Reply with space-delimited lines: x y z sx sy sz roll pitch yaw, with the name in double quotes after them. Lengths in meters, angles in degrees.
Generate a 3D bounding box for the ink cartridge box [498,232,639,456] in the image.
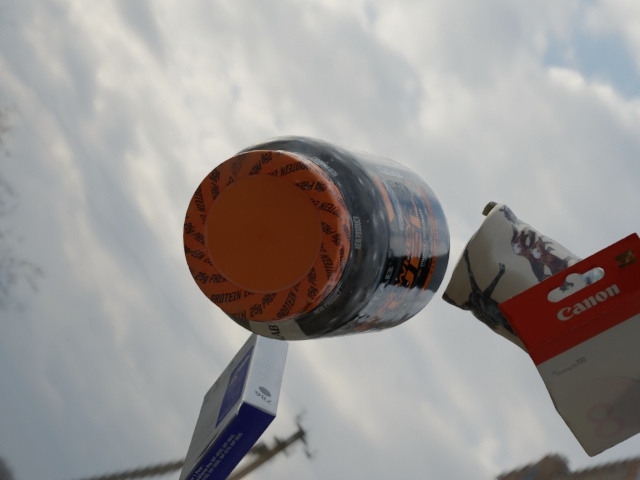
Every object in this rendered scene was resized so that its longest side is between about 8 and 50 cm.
0.345 0.128 1.652 0.232 0.189 0.066 52 16 -32 "ink cartridge box"

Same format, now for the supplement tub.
0.000 0.000 1.467 0.207 0.207 0.338 53 15 13 "supplement tub"

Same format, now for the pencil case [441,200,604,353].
0.365 0.101 1.952 0.410 0.183 0.160 32 -36 16 "pencil case"

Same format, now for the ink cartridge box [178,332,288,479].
-0.126 0.257 2.060 0.065 0.165 0.332 36 18 -7 "ink cartridge box"
